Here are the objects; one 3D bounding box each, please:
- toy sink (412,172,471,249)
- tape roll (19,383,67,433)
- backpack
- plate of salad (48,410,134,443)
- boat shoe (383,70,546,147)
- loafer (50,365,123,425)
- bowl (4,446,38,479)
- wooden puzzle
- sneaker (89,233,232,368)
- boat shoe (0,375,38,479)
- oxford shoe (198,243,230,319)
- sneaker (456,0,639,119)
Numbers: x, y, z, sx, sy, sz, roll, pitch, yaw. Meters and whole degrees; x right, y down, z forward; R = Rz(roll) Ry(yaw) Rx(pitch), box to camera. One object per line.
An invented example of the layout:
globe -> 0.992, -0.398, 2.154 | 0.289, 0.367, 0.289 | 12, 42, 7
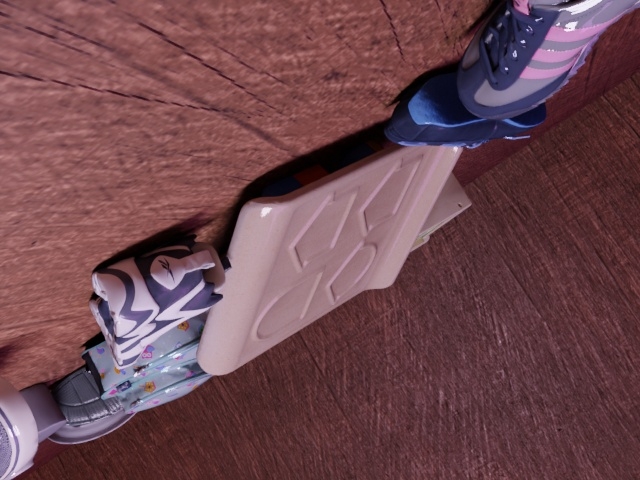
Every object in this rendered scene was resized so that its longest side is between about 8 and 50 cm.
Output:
toy sink -> 0.140, -0.040, 1.647 | 0.153, 0.131, 0.234 | -28, 173, -34
tape roll -> -0.511, 0.311, 1.386 | 0.219, 0.072, 0.219 | -33, 175, -3
backpack -> -0.231, 0.163, 1.319 | 0.188, 0.144, 0.166 | -38, 167, 20
plate of salad -> -0.396, 0.299, 1.586 | 0.200, 0.048, 0.200 | -14, -152, 8
boat shoe -> 0.172, -0.163, 1.071 | 0.258, 0.109, 0.089 | -4, 163, -43
loafer -> -0.343, 0.235, 1.538 | 0.267, 0.096, 0.084 | -28, -177, -11
bowl -> -0.611, 0.422, 1.734 | 0.170, 0.080, 0.170 | -32, 175, -3
wooden puzzle -> 0.000, 0.000, 1.161 | 0.348, 0.080, 0.322 | -23, 149, -37
sneaker -> -0.175, 0.065, 1.010 | 0.153, 0.094, 0.235 | -21, 160, -20
boat shoe -> -0.459, 0.270, 1.026 | 0.340, 0.127, 0.158 | -37, 180, 43
oxford shoe -> -0.104, 0.020, 1.255 | 0.212, 0.076, 0.076 | -40, -156, 21
sneaker -> 0.194, -0.210, 0.780 | 0.131, 0.112, 0.319 | -8, 159, -33
